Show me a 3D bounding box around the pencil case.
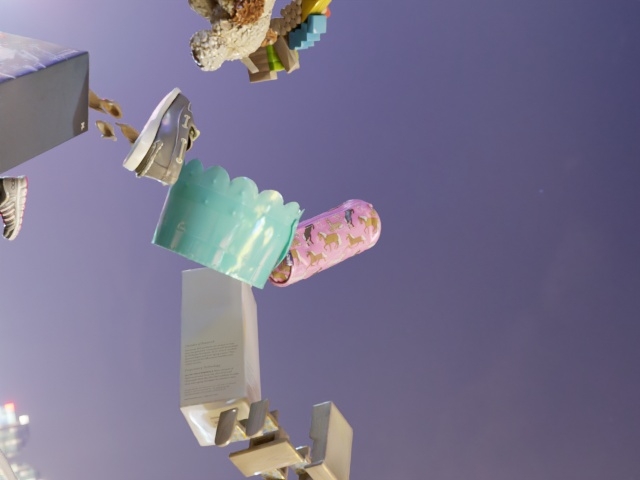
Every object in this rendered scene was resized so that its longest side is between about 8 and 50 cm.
[{"bbox_3d":[0.000,0.000,2.596,0.160,0.386,0.167,58,-40,12],"label":"pencil case"}]

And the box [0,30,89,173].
[{"bbox_3d":[-0.675,-0.285,1.751,0.343,0.312,0.179,-51,154,-60],"label":"box"}]

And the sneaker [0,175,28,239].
[{"bbox_3d":[-0.673,-0.074,1.920,0.063,0.075,0.170,-100,-154,-46],"label":"sneaker"}]

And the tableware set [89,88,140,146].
[{"bbox_3d":[-0.477,-0.277,2.033,0.141,0.020,0.168,16,-34,36],"label":"tableware set"}]

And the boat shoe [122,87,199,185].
[{"bbox_3d":[-0.275,-0.188,1.623,0.109,0.091,0.305,-51,-165,24],"label":"boat shoe"}]

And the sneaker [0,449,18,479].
[{"bbox_3d":[-0.617,0.463,1.580,0.150,0.135,0.366,-89,157,-52],"label":"sneaker"}]

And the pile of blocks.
[{"bbox_3d":[-0.043,-0.493,2.134,0.362,0.113,0.149,-35,-103,47],"label":"pile of blocks"}]

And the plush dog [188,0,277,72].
[{"bbox_3d":[-0.159,-0.500,1.889,0.225,0.211,0.262,130,-39,-54],"label":"plush dog"}]

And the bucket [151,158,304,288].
[{"bbox_3d":[-0.188,-0.031,1.777,0.281,0.281,0.183,16,-98,62],"label":"bucket"}]

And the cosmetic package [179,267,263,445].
[{"bbox_3d":[-0.224,0.254,2.044,0.197,0.155,0.365,77,4,-49],"label":"cosmetic package"}]

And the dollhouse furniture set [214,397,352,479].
[{"bbox_3d":[-0.068,0.445,1.809,0.212,0.242,0.161,56,25,-31],"label":"dollhouse furniture set"}]
